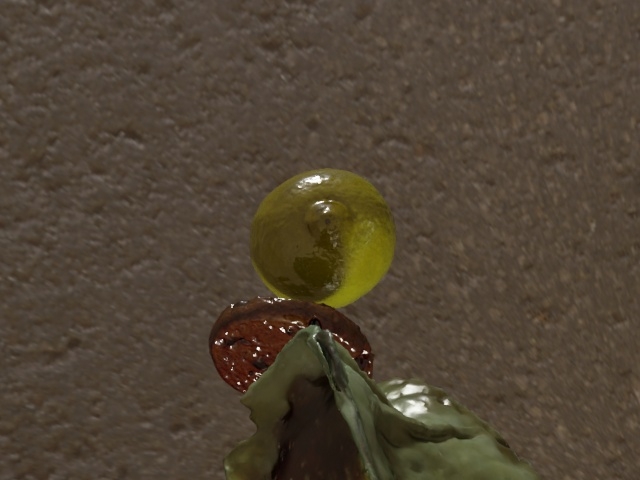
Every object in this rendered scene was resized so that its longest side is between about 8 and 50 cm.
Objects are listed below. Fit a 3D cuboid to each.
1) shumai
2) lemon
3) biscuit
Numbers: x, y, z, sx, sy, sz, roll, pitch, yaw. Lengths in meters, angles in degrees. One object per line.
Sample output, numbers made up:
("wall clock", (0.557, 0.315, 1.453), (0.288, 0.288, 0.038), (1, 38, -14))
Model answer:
("shumai", (0.079, 0.226, 1.045), (0.292, 0.288, 0.330), (-38, 56, -26))
("lemon", (0.000, 0.000, 1.529), (0.184, 0.248, 0.184), (1, 84, -12))
("biscuit", (-0.033, 0.130, 1.367), (0.192, 0.192, 0.049), (-4, 43, 18))
